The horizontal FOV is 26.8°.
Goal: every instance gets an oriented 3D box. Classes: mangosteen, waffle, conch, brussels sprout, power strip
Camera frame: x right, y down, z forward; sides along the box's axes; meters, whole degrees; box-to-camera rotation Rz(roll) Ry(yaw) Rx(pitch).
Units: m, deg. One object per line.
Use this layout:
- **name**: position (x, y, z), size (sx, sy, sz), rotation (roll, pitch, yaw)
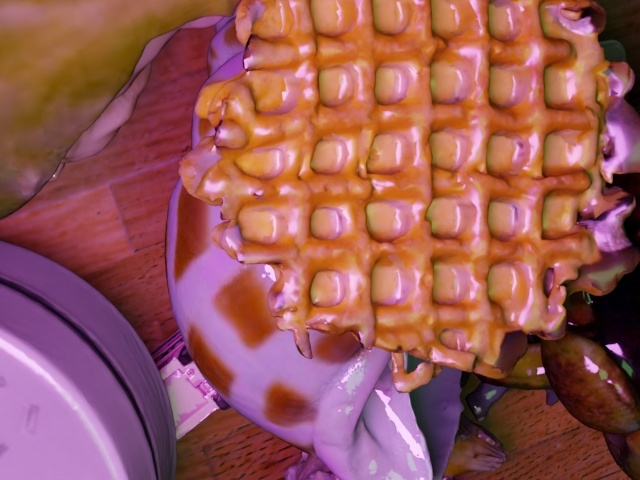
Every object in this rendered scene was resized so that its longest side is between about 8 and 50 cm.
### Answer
- **mangosteen**: position (0.291, 0.021, 0.995), size (0.311, 0.311, 0.311), rotation (-5, 111, -14)
- **waffle**: position (0.071, -0.054, 0.837), size (0.329, 0.062, 0.329), rotation (0, 91, -24)
- **conch**: position (0.064, 0.206, 1.125), size (0.245, 0.178, 0.163), rotation (5, 68, -45)
- **brussels sprout**: position (-0.191, -0.192, 0.839), size (0.371, 0.276, 0.315), rotation (-37, 118, -2)
- **power strip**: position (-0.290, 0.168, 0.952), size (0.357, 0.161, 0.357), rotation (1, 107, 4)
- **conch**: position (0.000, 0.001, 0.969), size (0.249, 0.197, 0.368), rotation (1, 95, -56)

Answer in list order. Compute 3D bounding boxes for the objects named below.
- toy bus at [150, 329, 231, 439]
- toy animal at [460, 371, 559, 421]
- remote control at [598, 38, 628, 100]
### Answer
- **toy bus**: position (-0.134, 0.132, 1.073), size (0.203, 0.090, 0.063), rotation (-39, 104, -1)
- **toy animal**: position (0.172, 0.091, 1.152), size (0.137, 0.082, 0.269), rotation (-36, 114, 0)
- **remote control**: position (0.100, -0.091, 1.086), size (0.313, 0.055, 0.109), rotation (-9, 106, -8)
